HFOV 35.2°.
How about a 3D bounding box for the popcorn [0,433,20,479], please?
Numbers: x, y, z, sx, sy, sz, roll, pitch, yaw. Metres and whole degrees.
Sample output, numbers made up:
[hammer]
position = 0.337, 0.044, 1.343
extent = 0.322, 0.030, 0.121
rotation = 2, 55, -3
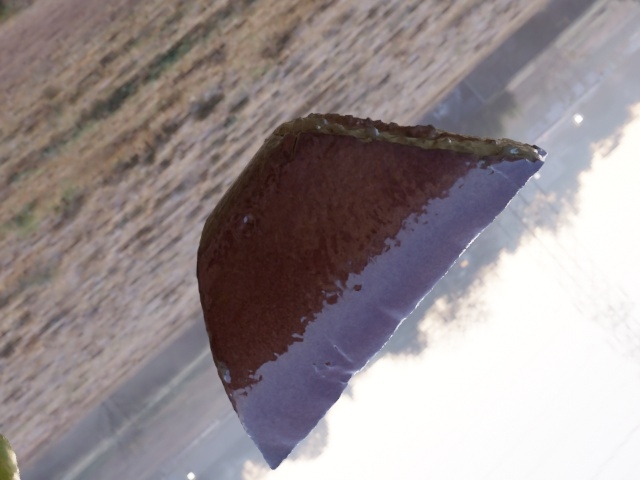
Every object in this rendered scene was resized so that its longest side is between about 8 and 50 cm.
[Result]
[popcorn]
position = -0.219, 0.132, 0.337
extent = 0.249, 0.249, 0.225
rotation = -40, -179, -35

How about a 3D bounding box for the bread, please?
[bread]
position = 0.000, 0.000, 0.453
extent = 0.192, 0.119, 0.067
rotation = -53, 155, 22
